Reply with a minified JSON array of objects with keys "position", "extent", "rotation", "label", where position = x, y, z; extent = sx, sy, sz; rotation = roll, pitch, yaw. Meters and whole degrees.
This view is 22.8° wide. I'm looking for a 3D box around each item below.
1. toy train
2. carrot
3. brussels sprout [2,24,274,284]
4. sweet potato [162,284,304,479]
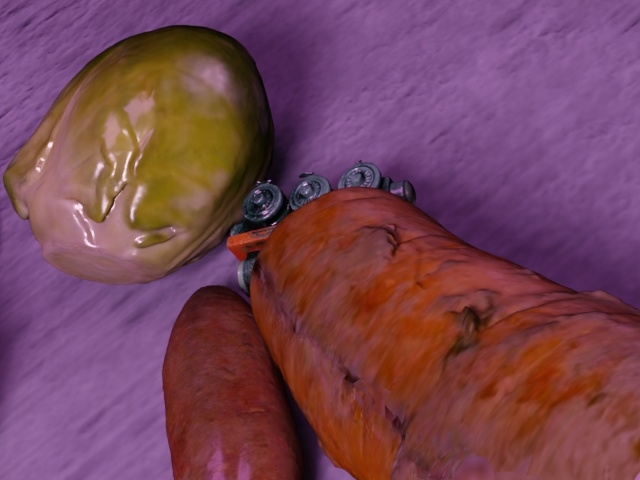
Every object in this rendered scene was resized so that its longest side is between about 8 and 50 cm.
[{"position":[0.000,0.000,0.808],"extent":[0.103,0.044,0.064],"rotation":[-12,54,24],"label":"toy train"},{"position":[0.079,0.073,0.613],"extent":[0.139,0.138,0.302],"rotation":[-39,29,-7],"label":"carrot"},{"position":[-0.088,-0.046,0.856],"extent":[0.155,0.117,0.155],"rotation":[-33,41,34],"label":"brussels sprout"},{"position":[-0.044,0.102,0.721],"extent":[0.078,0.058,0.255],"rotation":[-32,39,28],"label":"sweet potato"}]
